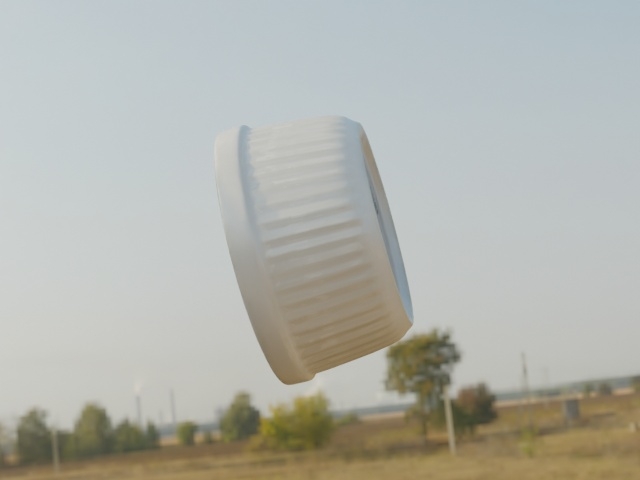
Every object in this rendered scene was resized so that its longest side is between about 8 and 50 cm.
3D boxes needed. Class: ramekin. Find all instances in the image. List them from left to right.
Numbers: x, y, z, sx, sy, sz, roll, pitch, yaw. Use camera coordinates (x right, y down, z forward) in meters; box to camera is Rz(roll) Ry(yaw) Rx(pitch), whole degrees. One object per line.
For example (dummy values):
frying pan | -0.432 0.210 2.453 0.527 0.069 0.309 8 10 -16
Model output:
ramekin | 0.000 0.000 1.054 0.109 0.207 0.207 -16 -9 7
